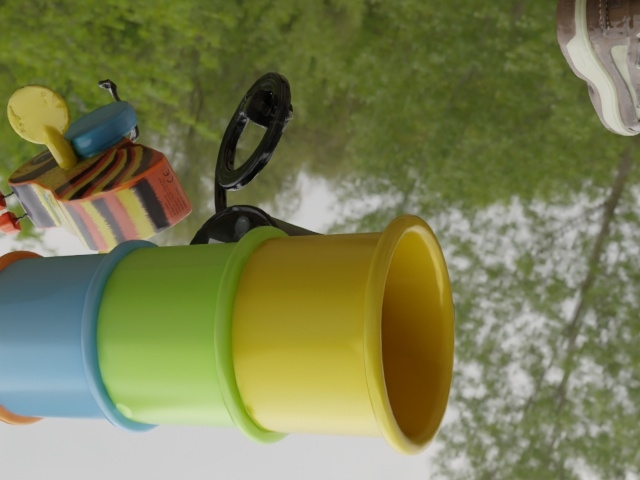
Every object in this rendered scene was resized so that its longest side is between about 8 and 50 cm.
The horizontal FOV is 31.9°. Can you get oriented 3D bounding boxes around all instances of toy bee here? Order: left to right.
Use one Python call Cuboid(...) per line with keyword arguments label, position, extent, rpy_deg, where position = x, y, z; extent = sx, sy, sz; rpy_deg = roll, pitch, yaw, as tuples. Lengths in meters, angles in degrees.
Cuboid(label="toy bee", position=(-0.215, -0.040, 1.007), extent=(0.162, 0.195, 0.298), rpy_deg=(-31, -176, -7))

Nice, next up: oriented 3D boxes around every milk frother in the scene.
Cuboid(label="milk frother", position=(0.000, 0.000, 0.609), extent=(0.135, 0.143, 0.129), rpy_deg=(16, -164, -44))

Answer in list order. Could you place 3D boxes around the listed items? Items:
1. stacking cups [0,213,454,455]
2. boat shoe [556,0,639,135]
Cuboid(label="stacking cups", position=(-0.102, 0.041, 0.503), extent=(0.316, 0.096, 0.096), rpy_deg=(-2, -172, 26))
Cuboid(label="boat shoe", position=(0.300, -0.162, 1.044), extent=(0.095, 0.095, 0.257), rpy_deg=(-3, 167, 28))
